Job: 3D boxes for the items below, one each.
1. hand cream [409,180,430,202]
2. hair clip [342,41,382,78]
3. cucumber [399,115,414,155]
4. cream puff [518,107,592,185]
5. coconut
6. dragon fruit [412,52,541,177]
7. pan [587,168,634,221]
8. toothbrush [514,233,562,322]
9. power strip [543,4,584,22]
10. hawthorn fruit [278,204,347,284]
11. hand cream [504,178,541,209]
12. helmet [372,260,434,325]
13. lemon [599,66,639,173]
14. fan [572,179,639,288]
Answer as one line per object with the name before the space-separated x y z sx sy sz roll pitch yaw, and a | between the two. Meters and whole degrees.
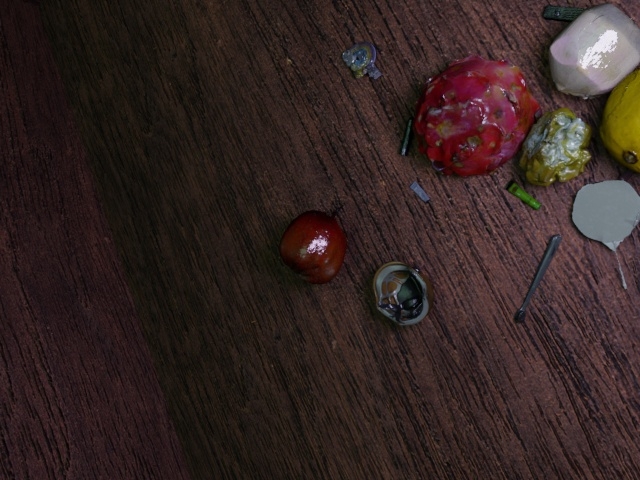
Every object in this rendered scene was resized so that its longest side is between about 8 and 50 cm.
hand cream | 0.340 -0.160 1.886 0.030 0.019 0.093 -51 61 27
hair clip | 0.152 -0.637 1.959 0.116 0.049 0.172 -38 64 15
cucumber | 0.296 -0.355 1.887 0.032 0.032 0.133 19 104 31
cream puff | 0.672 -0.252 1.574 0.194 0.194 0.221 25 96 29
coconut | 0.726 -0.492 1.487 0.230 0.227 0.227 -46 69 26
dragon fruit | 0.444 -0.375 1.678 0.386 0.249 0.371 2 99 35
pan | 0.821 -0.147 1.555 0.115 0.040 0.212 47 123 22
toothbrush | 0.660 0.117 1.689 0.030 0.030 0.298 20 104 3
power strip | 0.701 -0.653 1.604 0.111 0.029 0.038 20 104 30
hawthorn fruit | 0.000 0.000 2.001 0.254 0.254 0.300 39 86 25
hand cream | 0.620 -0.138 1.700 0.122 0.023 0.036 45 119 26
helmet | 0.291 0.177 1.873 0.198 0.130 0.224 -51 57 21
lemon | 0.854 -0.307 1.378 0.296 0.297 0.297 3 95 33
fan | 0.815 -0.014 1.555 0.182 0.010 0.311 -12 91 35
